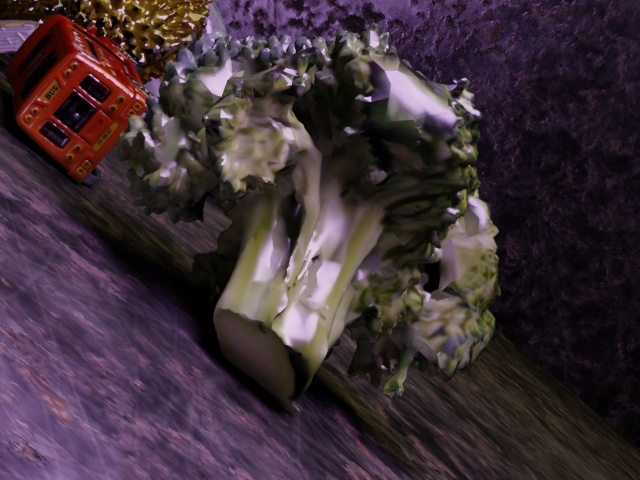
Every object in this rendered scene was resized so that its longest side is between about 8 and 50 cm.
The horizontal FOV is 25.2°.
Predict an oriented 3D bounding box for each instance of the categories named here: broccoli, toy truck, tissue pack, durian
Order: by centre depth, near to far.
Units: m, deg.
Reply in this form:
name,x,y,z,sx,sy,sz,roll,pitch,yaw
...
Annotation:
name,x,y,z,sx,sy,sz,roll,pitch,yaw
broccoli,0.000,-0.024,1.225,0.277,0.338,0.317,13,17,23
toy truck,-0.238,-0.148,1.397,0.114,0.107,0.252,39,6,-23
tissue pack,-0.338,-0.221,1.549,0.063,0.035,0.083,-3,13,-7
durian,-0.279,-0.303,1.719,0.293,0.258,0.258,21,16,-34

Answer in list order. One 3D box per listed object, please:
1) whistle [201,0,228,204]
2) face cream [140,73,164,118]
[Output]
name,x,y,z,sx,sy,sz,roll,pitch,yaw
whistle,-0.145,-0.205,1.866,0.142,0.134,0.346,-18,99,-58
face cream,-0.229,-0.206,2.058,0.173,0.081,0.348,49,7,10
